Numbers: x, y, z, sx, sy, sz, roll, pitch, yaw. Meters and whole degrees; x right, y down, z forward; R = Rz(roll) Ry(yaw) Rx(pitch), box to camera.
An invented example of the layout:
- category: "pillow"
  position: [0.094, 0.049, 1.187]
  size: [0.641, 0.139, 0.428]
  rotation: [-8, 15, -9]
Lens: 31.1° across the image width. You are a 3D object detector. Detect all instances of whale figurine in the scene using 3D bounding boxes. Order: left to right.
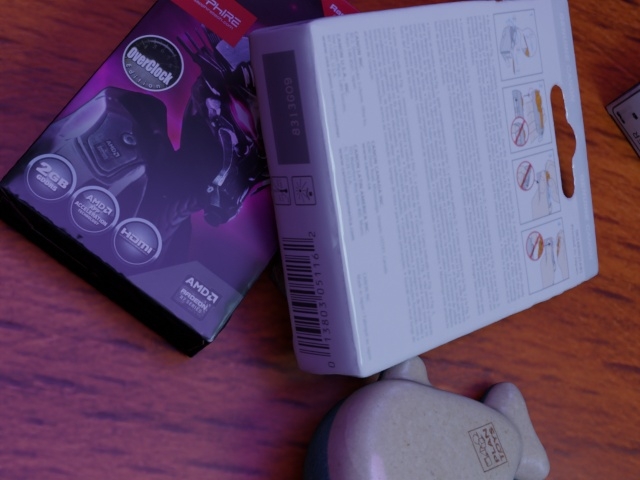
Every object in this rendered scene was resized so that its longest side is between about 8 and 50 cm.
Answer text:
- category: "whale figurine"
  position: [0.096, 0.211, 1.059]
  size: [0.272, 0.141, 0.216]
  rotation: [-12, 75, -47]

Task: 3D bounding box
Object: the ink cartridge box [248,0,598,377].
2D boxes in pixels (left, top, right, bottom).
- category: "ink cartridge box"
  position: [0.117, -0.070, 1.105]
  size: [0.385, 0.091, 0.308]
  rotation: [-17, 102, -43]

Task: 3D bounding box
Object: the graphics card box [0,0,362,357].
- category: "graphics card box"
  position: [-0.101, -0.105, 1.082]
  size: [0.233, 0.094, 0.371]
  rotation: [38, 67, -6]

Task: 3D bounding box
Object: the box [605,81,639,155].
- category: "box"
  position: [0.486, -0.165, 1.307]
  size: [0.290, 0.087, 0.169]
  rotation: [-32, 87, -24]

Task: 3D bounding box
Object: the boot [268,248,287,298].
- category: "boot"
  position: [0.000, 0.000, 1.121]
  size: [0.114, 0.037, 0.106]
  rotation: [-11, 77, -17]
